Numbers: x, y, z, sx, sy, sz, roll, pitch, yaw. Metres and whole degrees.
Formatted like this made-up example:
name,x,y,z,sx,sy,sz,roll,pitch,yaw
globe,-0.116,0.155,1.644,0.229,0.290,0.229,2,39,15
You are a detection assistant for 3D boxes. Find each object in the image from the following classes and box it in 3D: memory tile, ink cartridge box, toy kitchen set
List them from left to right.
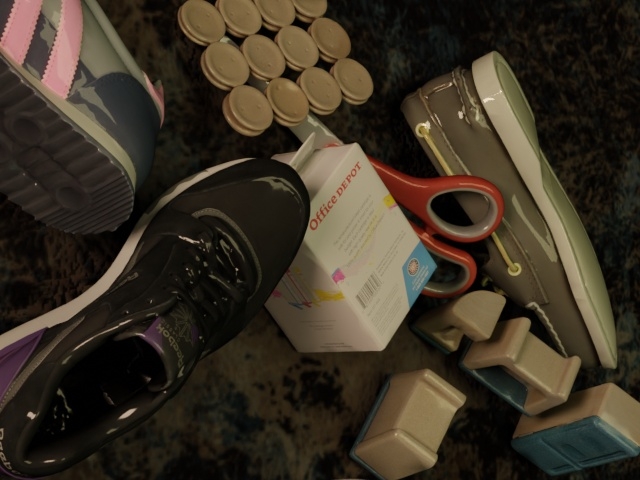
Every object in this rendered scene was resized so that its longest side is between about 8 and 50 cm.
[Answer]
name,x,y,z,sx,sy,sz,roll,pitch,yaw
memory tile,-0.031,-0.136,1.184,0.148,0.012,0.113,-20,77,-44
ink cartridge box,0.000,0.000,1.178,0.143,0.090,0.092,56,51,-26
toy kitchen set,0.135,0.163,1.314,0.207,0.122,0.166,37,60,-15

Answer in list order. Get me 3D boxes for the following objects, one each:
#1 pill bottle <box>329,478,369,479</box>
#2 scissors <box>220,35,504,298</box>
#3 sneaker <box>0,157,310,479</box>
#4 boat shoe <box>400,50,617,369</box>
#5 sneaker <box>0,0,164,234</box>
name,x,y,z,sx,sy,sz,roll,pitch,yaw
pill bottle,0.033,0.322,1.137,0.162,0.162,0.278,-38,114,-41
scissors,0.015,-0.049,1.237,0.297,0.021,0.109,28,110,-24
sneaker,-0.093,0.053,1.003,0.283,0.124,0.107,-42,111,-22
boat shoe,0.165,-0.011,1.351,0.305,0.091,0.109,62,18,-24
sneaker,-0.208,-0.154,0.983,0.319,0.112,0.131,56,34,-30
